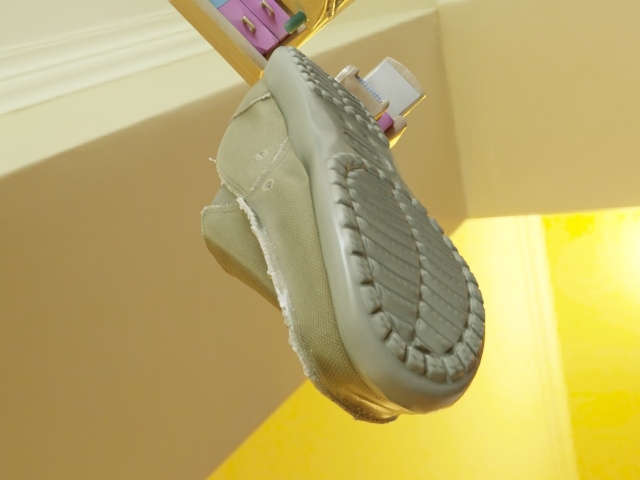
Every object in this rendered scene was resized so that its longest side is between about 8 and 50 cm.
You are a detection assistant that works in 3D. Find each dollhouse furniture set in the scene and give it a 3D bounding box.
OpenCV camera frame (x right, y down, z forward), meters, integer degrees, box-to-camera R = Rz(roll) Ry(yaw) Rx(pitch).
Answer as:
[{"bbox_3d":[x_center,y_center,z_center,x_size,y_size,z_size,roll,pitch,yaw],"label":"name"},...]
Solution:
[{"bbox_3d":[0.020,-0.252,0.778,0.198,0.303,0.286,-43,-94,-17],"label":"dollhouse furniture set"}]

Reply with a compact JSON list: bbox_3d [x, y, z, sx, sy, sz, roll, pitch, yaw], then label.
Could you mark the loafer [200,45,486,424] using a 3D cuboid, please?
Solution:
[{"bbox_3d":[0.000,0.000,0.444,0.094,0.087,0.251,35,-159,-27],"label":"loafer"}]
